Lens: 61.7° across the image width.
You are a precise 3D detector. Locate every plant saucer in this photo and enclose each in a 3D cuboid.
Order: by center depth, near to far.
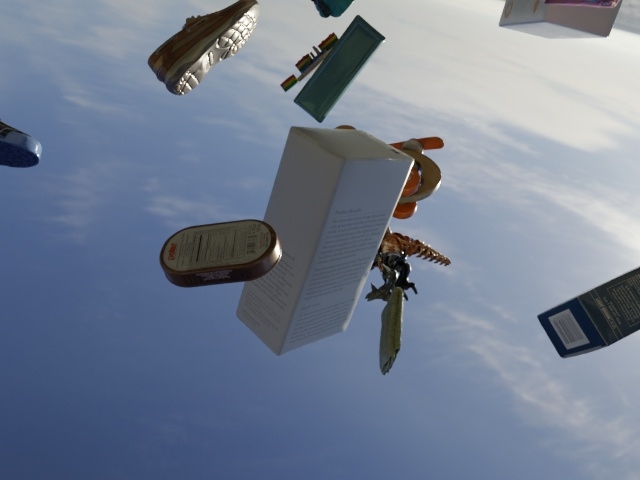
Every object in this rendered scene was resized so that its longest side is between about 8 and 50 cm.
[{"bbox_3d":[0.031,-0.303,0.961,0.067,0.192,0.018,37,-157,-9],"label":"plant saucer"}]

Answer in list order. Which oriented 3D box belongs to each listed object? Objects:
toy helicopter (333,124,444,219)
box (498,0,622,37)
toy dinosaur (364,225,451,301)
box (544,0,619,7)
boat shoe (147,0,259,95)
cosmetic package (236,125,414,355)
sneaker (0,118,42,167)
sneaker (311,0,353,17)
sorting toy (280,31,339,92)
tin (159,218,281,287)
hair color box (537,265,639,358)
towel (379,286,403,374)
[{"bbox_3d":[0.184,-0.239,1.512,0.355,0.140,0.235,36,-112,24],"label":"toy helicopter"},{"bbox_3d":[0.625,-0.649,1.384,0.168,0.215,0.345,12,-160,-6],"label":"box"},{"bbox_3d":[0.195,0.052,1.514,0.164,0.218,0.322,-9,-168,-34],"label":"toy dinosaur"},{"bbox_3d":[0.491,-0.561,0.945,0.128,0.256,0.122,9,177,9],"label":"box"},{"bbox_3d":[-0.273,-0.485,1.266,0.116,0.123,0.324,39,-113,6],"label":"boat shoe"},{"bbox_3d":[0.000,0.000,1.145,0.161,0.453,0.230,37,-151,33],"label":"cosmetic package"},{"bbox_3d":[-0.528,-0.182,0.788,0.232,0.081,0.090,16,-120,-20],"label":"sneaker"},{"bbox_3d":[0.000,-0.586,1.185,0.178,0.124,0.295,43,-163,-3],"label":"sneaker"},{"bbox_3d":[0.005,-0.491,1.398,0.274,0.132,0.046,-45,-77,-31],"label":"sorting toy"},{"bbox_3d":[-0.157,0.017,0.833,0.190,0.040,0.106,-7,-137,5],"label":"tin"},{"bbox_3d":[0.633,0.109,1.064,0.347,0.174,0.105,-23,-106,-11],"label":"hair color box"},{"bbox_3d":[0.133,0.172,1.024,0.027,0.110,0.148,11,-126,0],"label":"towel"}]
